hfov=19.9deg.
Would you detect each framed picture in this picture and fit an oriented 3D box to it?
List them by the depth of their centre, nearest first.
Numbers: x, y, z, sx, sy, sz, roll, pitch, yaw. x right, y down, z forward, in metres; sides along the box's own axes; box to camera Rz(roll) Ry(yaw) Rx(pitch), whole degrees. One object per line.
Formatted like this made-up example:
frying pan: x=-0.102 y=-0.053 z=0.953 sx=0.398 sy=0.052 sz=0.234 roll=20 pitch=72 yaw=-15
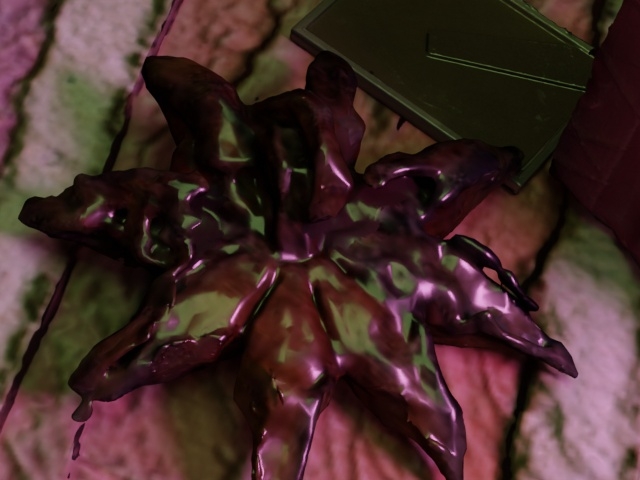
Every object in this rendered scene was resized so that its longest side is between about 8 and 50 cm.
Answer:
framed picture: x=0.073 y=-0.099 z=0.965 sx=0.149 sy=0.011 sz=0.109 roll=37 pitch=58 yaw=14

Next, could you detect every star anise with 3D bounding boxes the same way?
star anise: x=0.000 y=0.000 z=0.829 sx=0.272 sy=0.102 sz=0.272 roll=6 pitch=58 yaw=-9

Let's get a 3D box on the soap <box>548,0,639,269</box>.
soap: x=0.220 y=-0.071 z=0.805 sx=0.112 sy=0.289 sz=0.182 roll=-36 pitch=69 yaw=-26
